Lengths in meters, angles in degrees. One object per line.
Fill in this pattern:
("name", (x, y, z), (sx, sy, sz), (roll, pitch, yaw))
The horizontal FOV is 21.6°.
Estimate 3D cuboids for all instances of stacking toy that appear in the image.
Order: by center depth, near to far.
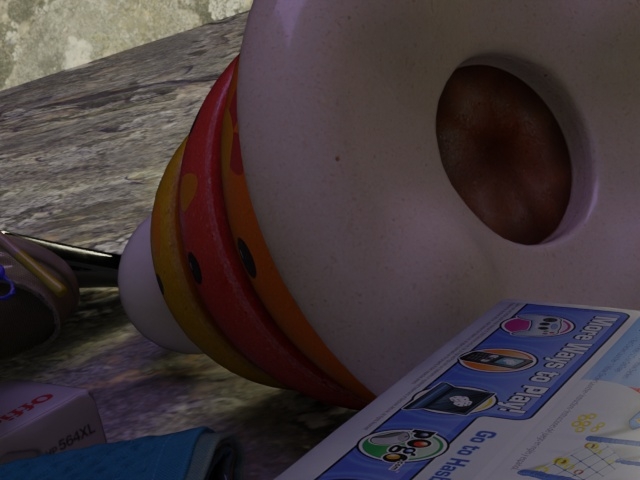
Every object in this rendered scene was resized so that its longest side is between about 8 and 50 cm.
("stacking toy", (0.000, 0.000, 1.119), (0.350, 0.351, 0.480), (-25, 0, -37))

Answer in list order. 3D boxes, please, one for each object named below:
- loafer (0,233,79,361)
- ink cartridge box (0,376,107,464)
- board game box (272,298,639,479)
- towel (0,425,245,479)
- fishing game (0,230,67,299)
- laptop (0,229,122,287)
("loafer", (-0.282, 0.063, 1.041), (0.268, 0.102, 0.092), (-8, 50, -3))
("ink cartridge box", (-0.245, 0.149, 1.036), (0.203, 0.086, 0.148), (3, 23, 45))
("board game box", (0.162, 0.114, 0.642), (0.301, 0.086, 0.308), (6, 15, 25))
("towel", (-0.229, 0.203, 0.786), (0.370, 0.040, 0.271), (-14, 26, 20))
("fishing game", (-0.279, 0.065, 0.945), (0.264, 0.041, 0.189), (-33, 51, -21))
("laptop", (-0.380, 0.117, 1.409), (0.382, 0.236, 0.408), (-2, -9, 36))
